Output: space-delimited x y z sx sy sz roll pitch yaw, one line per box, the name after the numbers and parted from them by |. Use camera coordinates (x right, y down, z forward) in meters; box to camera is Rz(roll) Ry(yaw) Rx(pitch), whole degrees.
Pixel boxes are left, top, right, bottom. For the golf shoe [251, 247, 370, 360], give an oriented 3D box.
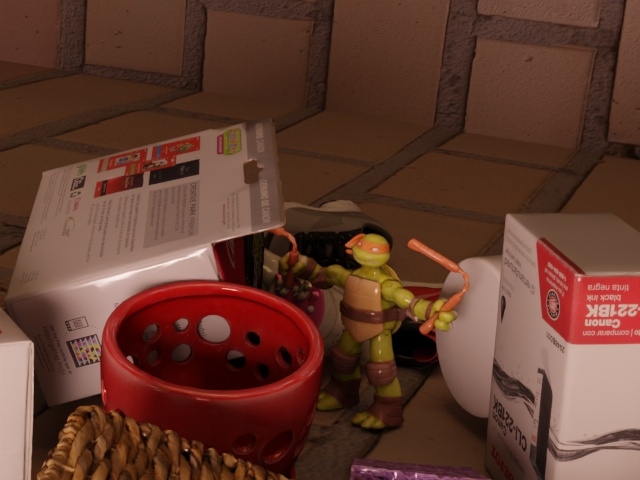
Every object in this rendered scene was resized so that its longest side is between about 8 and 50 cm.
-0.039 0.083 1.625 0.140 0.115 0.306 23 3 -31 | golf shoe

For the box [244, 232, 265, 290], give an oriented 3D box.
-0.202 0.048 1.528 0.270 0.060 0.216 -12 25 5 | box

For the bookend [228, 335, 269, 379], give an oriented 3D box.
-0.132 0.149 1.376 0.156 0.072 0.157 4 16 -4 | bookend

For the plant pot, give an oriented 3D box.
-0.096 0.153 1.156 0.191 0.174 0.191 3 27 -2 | plant pot

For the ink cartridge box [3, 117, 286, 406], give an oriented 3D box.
-0.156 0.008 1.358 0.272 0.130 0.309 -15 26 3 | ink cartridge box

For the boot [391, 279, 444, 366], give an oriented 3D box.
0.185 0.105 1.623 0.244 0.088 0.176 -3 17 -1 | boot

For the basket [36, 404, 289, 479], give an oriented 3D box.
-0.113 0.274 0.795 0.213 0.223 0.299 22 13 -5 | basket

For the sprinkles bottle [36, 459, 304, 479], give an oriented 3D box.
-0.041 0.239 1.010 0.355 0.121 0.121 5 16 2 | sprinkles bottle

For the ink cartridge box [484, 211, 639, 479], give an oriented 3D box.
0.240 0.129 1.215 0.114 0.273 0.197 -1 17 -10 | ink cartridge box

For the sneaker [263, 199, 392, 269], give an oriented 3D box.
0.000 0.000 1.901 0.108 0.100 0.271 25 24 36 | sneaker

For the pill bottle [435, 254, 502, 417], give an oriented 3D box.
0.328 0.097 1.461 0.363 0.210 0.210 -2 17 -24 | pill bottle

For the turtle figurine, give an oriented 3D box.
0.040 0.079 1.413 0.269 0.217 0.087 14 18 30 | turtle figurine

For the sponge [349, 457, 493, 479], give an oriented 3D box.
0.084 0.213 1.161 0.117 0.031 0.210 5 -7 3 | sponge

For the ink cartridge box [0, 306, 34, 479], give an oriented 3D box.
-0.378 0.137 1.108 0.198 0.197 0.270 -4 20 -31 | ink cartridge box

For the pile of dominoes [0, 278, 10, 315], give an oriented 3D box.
-0.469 0.085 1.596 0.251 0.040 0.196 5 14 30 | pile of dominoes
